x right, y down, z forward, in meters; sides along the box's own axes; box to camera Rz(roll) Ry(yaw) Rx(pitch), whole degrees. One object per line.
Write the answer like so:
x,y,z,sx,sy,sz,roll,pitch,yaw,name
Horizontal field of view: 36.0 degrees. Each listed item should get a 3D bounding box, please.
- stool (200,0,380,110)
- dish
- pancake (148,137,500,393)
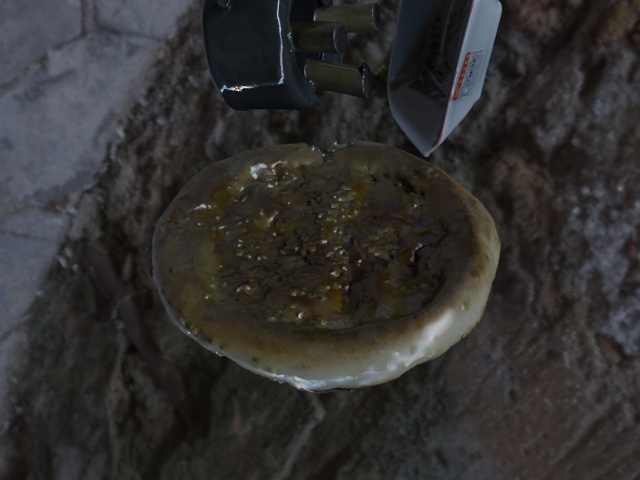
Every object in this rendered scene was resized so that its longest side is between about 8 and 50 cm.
-0.018,-0.208,0.950,0.228,0.139,0.153,-46,134,-62,stool
0.145,-0.214,1.155,0.064,0.154,0.234,-5,127,-23,dish
0.000,0.001,1.041,0.382,0.382,0.071,-24,133,-22,pancake
